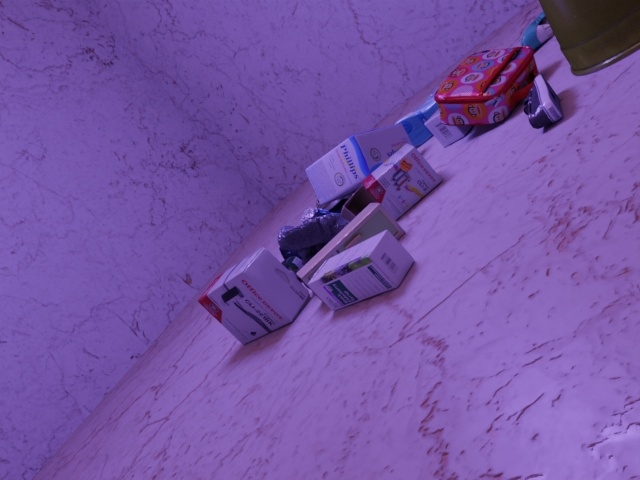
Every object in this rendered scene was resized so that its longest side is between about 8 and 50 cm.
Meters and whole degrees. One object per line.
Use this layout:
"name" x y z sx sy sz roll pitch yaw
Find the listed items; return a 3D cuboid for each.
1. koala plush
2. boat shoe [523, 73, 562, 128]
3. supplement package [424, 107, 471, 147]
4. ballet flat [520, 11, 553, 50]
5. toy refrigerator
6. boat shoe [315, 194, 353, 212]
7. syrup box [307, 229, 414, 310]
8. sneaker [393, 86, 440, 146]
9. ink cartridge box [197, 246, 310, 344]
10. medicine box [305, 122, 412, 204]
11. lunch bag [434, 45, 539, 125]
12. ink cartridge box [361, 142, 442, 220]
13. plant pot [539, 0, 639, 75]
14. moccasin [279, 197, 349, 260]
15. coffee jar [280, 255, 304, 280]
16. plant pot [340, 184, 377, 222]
"koala plush" 0.000 0.000 1.660 0.203 0.196 0.221 -30 11 1
"boat shoe" 0.512 -0.320 1.343 0.076 0.080 0.228 -34 21 31
"supplement package" 0.438 -0.403 1.837 0.179 0.105 0.105 -47 9 -28
"ballet flat" 0.788 -0.750 2.029 0.087 0.083 0.247 -8 36 48
"toy refrigerator" 0.075 0.032 1.438 0.269 0.102 0.094 -43 11 -5
"boat shoe" 0.039 -0.157 2.311 0.113 0.103 0.302 -47 12 -26
"syrup box" 0.084 0.072 1.270 0.237 0.093 0.096 -29 17 50
"sneaker" 0.408 -0.476 2.201 0.319 0.127 0.208 -27 18 22
"ink cartridge box" -0.191 0.163 1.623 0.273 0.197 0.114 -32 16 45
"medicine box" 0.143 -0.268 2.019 0.263 0.149 0.289 -23 -4 -41
"lunch bag" 0.500 -0.448 1.667 0.258 0.120 0.293 11 49 42
"ink cartridge box" 0.226 -0.167 1.603 0.176 0.128 0.127 -41 11 8
"plant pot" 0.656 -0.647 1.345 0.366 0.353 0.366 -41 10 9
"moccasin" -0.008 -0.048 2.012 0.342 0.117 0.138 -49 12 -31
"coffee jar" -0.115 0.130 1.798 0.096 0.079 0.184 -33 13 31
"plant pot" 0.121 -0.082 1.738 0.109 0.109 0.096 -49 0 -31
